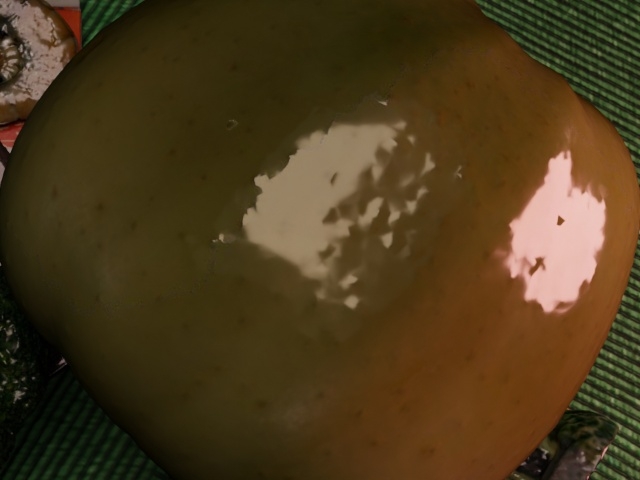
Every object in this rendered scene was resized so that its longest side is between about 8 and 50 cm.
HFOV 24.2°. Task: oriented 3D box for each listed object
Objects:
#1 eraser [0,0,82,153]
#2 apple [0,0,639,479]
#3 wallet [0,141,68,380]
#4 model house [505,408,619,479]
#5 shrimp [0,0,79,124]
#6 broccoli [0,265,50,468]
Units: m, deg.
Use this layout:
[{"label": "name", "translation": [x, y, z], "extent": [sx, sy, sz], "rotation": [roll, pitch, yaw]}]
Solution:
[{"label": "eraser", "translation": [-0.314, -0.168, 1.473], "extent": [0.157, 0.038, 0.230], "rotation": [-1, 69, -7]}, {"label": "apple", "translation": [0.000, 0.000, 1.141], "extent": [0.473, 0.473, 0.474], "rotation": [3, 68, -7]}, {"label": "wallet", "translation": [-0.290, 0.019, 1.386], "extent": [0.124, 0.042, 0.230], "rotation": [-37, 87, -12]}, {"label": "model house", "translation": [0.119, 0.211, 1.309], "extent": [0.189, 0.195, 0.214], "rotation": [34, 66, 15]}, {"label": "shrimp", "translation": [-0.340, -0.195, 1.436], "extent": [0.217, 0.051, 0.150], "rotation": [35, 76, 2]}, {"label": "broccoli", "translation": [-0.384, 0.094, 1.235], "extent": [0.297, 0.297, 0.297], "rotation": [-4, 82, 28]}]
